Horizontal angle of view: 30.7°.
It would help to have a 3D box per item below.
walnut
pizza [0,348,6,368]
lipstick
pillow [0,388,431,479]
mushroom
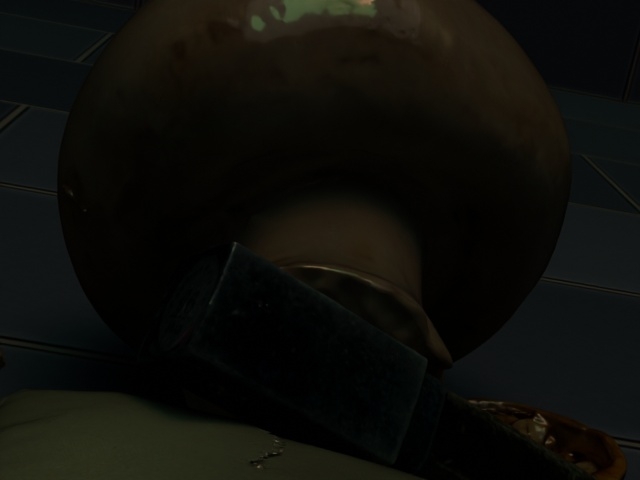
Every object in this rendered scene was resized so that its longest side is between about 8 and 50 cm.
[{"bbox_3d":[0.105,0.125,0.619,0.091,0.052,0.121,-4,16,-35],"label":"walnut"},{"bbox_3d":[-0.345,0.049,0.560,0.279,0.075,0.287,18,19,34],"label":"pizza"},{"bbox_3d":[0.067,0.101,0.509,0.312,0.051,0.051,33,-29,-24],"label":"lipstick"},{"bbox_3d":[-0.039,0.141,0.358,0.312,0.119,0.310,13,18,14],"label":"pillow"},{"bbox_3d":[0.000,0.000,0.650,0.297,0.298,0.290,7,44,-15],"label":"mushroom"}]
